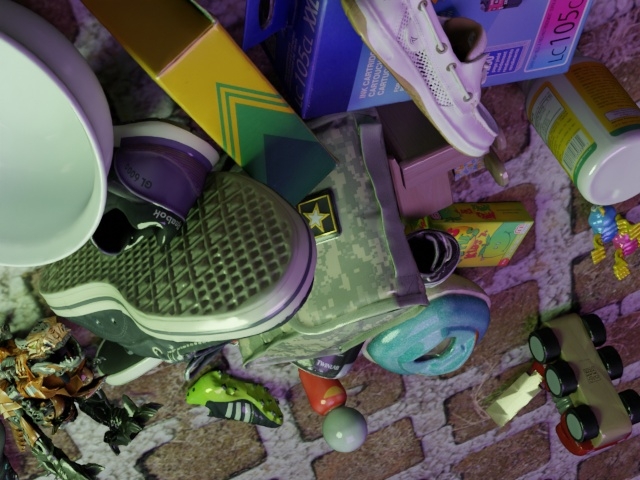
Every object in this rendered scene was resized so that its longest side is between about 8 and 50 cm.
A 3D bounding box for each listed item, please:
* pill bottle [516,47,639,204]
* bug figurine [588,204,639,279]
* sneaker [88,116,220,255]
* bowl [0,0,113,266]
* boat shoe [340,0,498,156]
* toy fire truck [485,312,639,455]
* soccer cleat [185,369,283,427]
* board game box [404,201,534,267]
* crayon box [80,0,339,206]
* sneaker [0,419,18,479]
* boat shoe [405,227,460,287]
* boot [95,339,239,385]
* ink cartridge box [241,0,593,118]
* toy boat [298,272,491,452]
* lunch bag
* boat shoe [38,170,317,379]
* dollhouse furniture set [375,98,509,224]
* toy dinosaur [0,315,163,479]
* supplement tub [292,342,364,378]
[{"bbox_3d":[0.326,-0.153,1.615,0.118,0.208,0.117,-18,142,-14],"label":"pill bottle"},{"bbox_3d":[0.510,-0.052,1.975,0.279,0.072,0.216,-32,150,-3],"label":"bug figurine"},{"bbox_3d":[-0.229,-0.049,1.344,0.107,0.124,0.283,32,159,-34],"label":"sneaker"},{"bbox_3d":[-0.313,-0.128,1.245,0.298,0.134,0.297,13,134,14],"label":"bowl"},{"bbox_3d":[0.127,-0.177,1.301,0.096,0.098,0.277,-35,143,12],"label":"boat shoe"},{"bbox_3d":[0.397,0.268,2.188,0.159,0.217,0.246,-17,157,-17],"label":"toy fire truck"},{"bbox_3d":[-0.125,0.241,1.935,0.072,0.060,0.179,-33,138,23],"label":"soccer cleat"},{"bbox_3d":[0.204,-0.007,1.853,0.181,0.043,0.092,-2,137,-32],"label":"board game box"},{"bbox_3d":[-0.127,-0.179,1.292,0.081,0.202,0.318,-43,142,0],"label":"crayon box"},{"bbox_3d":[-0.468,0.315,1.787,0.106,0.101,0.267,-21,150,-44],"label":"sneaker"},{"bbox_3d":[0.133,0.023,1.687,0.070,0.077,0.219,-26,175,36],"label":"boat shoe"},{"bbox_3d":[-0.167,0.131,1.747,0.244,0.088,0.176,-36,145,5],"label":"boot"},{"bbox_3d":[0.094,-0.286,1.359,0.396,0.151,0.270,-11,141,-19],"label":"ink cartridge box"},{"bbox_3d":[0.115,0.175,1.908,0.318,0.148,0.267,-37,156,18],"label":"toy boat"},{"bbox_3d":[0.000,0.000,1.484,0.169,0.235,0.287,-6,165,-29],"label":"lunch bag"},{"bbox_3d":[-0.136,0.043,1.379,0.156,0.500,0.186,37,69,-26],"label":"boat shoe"},{"bbox_3d":[0.128,-0.090,1.602,0.212,0.161,0.242,-24,144,-5],"label":"dollhouse furniture set"},{"bbox_3d":[-0.336,0.201,1.666,0.164,0.218,0.322,-49,179,-15],"label":"toy dinosaur"},{"bbox_3d":[0.024,0.080,1.761,0.117,0.117,0.190,11,113,-41],"label":"supplement tub"}]
